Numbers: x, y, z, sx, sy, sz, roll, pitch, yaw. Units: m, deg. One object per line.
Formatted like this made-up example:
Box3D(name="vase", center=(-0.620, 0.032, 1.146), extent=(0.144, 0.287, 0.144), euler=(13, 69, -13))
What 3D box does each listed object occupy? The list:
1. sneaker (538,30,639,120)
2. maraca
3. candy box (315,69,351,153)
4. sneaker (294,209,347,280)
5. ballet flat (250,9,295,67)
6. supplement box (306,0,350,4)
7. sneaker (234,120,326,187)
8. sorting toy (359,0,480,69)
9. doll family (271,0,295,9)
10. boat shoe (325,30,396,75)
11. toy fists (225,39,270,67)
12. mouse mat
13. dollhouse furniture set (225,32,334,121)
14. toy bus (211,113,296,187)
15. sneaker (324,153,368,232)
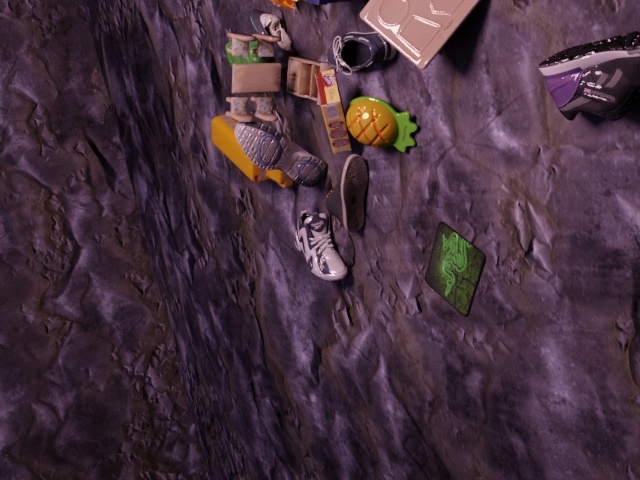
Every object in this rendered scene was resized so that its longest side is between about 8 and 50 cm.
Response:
Box3D(name="sneaker", center=(0.487, -0.256, 1.087), extent=(0.283, 0.107, 0.124), euler=(7, 126, 61))
Box3D(name="maraca", center=(0.141, -0.271, 1.619), extent=(0.186, 0.099, 0.127), euler=(22, 137, 22))
Box3D(name="candy box", center=(0.033, -0.313, 1.701), extent=(0.186, 0.053, 0.109), euler=(68, -169, -57))
Box3D(name="sneaker", center=(0.000, 0.000, 1.980), extent=(0.235, 0.094, 0.153), euler=(-124, 25, -44))
Box3D(name="ballet flat", center=(-0.126, -0.576, 1.917), extent=(0.203, 0.074, 0.074), euler=(62, 148, 14))
Box3D(name="supplement box", center=(0.027, -0.708, 1.474), extent=(0.195, 0.194, 0.356), euler=(38, 135, 44))
Box3D(name="sneaker", center=(-0.123, -0.244, 1.902), extent=(0.111, 0.297, 0.129), euler=(-53, 38, 8))
Box3D(name="sorting toy", center=(0.203, -0.472, 1.382), extent=(0.193, 0.038, 0.208), euler=(-50, 64, 18))
Box3D(name="doll family", center=(-0.057, -0.653, 1.668), extent=(0.118, 0.163, 0.263), euler=(56, 146, 25))
Box3D(name="boat shoe", center=(0.076, -0.443, 1.644), extent=(0.255, 0.079, 0.095), euler=(20, 127, 55))
Box3D(name="toy fists", center=(-0.202, -0.516, 1.990), extent=(0.142, 0.096, 0.279), euler=(62, 172, -21))
Box3D(name="mouse mat", center=(0.308, 0.067, 1.606), extent=(0.152, 0.007, 0.189), euler=(43, 138, 40))
Box3D(name="dollhouse furniture set", center=(-0.109, -0.416, 1.787), extent=(0.161, 0.242, 0.212), euler=(31, 123, 48))
Box3D(name="toy bus", center=(-0.202, -0.278, 2.129), extent=(0.333, 0.130, 0.108), euler=(44, 139, 39))
Box3D(name="sneaker", center=(0.057, -0.138, 1.829), extent=(0.118, 0.083, 0.222), euler=(38, 136, 44))
